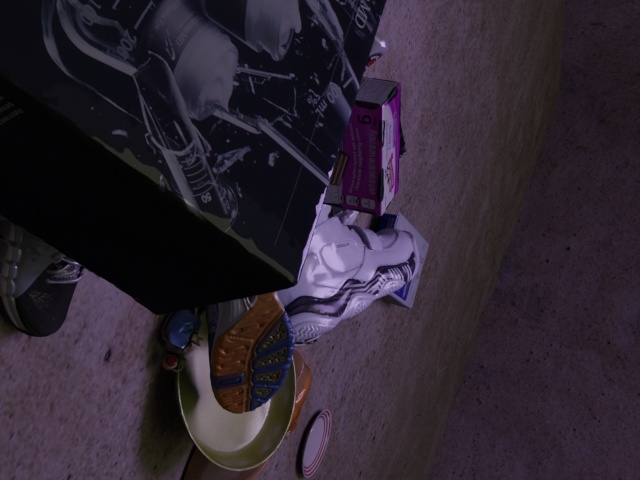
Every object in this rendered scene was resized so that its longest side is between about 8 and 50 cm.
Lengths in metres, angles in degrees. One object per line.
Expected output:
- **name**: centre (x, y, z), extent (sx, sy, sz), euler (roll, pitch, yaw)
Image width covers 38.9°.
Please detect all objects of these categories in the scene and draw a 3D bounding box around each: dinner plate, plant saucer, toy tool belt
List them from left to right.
- **toy tool belt**: centre (-0.177, 0.122, 1.152), extent (0.051, 0.052, 0.083), euler (-40, -151, 56)
- **plant saucer**: centre (-0.123, 0.198, 1.266), extent (0.241, 0.037, 0.241), euler (16, 69, -50)
- **dinner plate**: centre (-0.012, 0.407, 1.826), extent (0.141, 0.017, 0.141), euler (14, 90, -69)

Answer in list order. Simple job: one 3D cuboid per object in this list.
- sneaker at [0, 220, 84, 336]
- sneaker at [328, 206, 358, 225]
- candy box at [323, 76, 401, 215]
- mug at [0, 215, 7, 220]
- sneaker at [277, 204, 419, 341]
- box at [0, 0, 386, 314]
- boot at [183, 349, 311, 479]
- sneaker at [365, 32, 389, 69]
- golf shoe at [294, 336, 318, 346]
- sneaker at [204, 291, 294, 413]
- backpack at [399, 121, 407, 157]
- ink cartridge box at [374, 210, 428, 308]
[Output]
- **sneaker**: centre (-0.226, -0.002, 0.839), extent (0.086, 0.132, 0.229), euler (-35, 135, -60)
- **sneaker**: centre (0.000, 0.000, 1.523), extent (0.232, 0.090, 0.115), euler (-59, 161, -19)
- **candy box**: centre (-0.019, -0.134, 1.152), extent (0.071, 0.233, 0.159), euler (-53, 149, -48)
- **mug**: centre (-0.269, -0.088, 0.721), extent (0.158, 0.097, 0.130), euler (69, 39, -57)
- **sneaker**: centre (0.019, -0.004, 1.351), extent (0.365, 0.137, 0.210), euler (-29, 108, -48)
- **box**: centre (-0.132, -0.173, 0.676), extent (0.312, 0.178, 0.343), euler (38, 56, -34)
- **boot**: centre (-0.101, 0.316, 1.426), extent (0.295, 0.104, 0.211), euler (-55, 165, -21)
- **sneaker**: centre (-0.009, -0.187, 0.969), extent (0.122, 0.146, 0.331), euler (9, 96, -72)
- **golf shoe**: centre (-0.032, 0.144, 1.500), extent (0.198, 0.093, 0.077), euler (-13, 114, -69)
- **sneaker**: centre (-0.106, 0.079, 1.195), extent (0.111, 0.131, 0.297), euler (-6, 111, -24)
- **backpack**: centre (0.026, -0.154, 1.390), extent (0.173, 0.158, 0.117), euler (-42, 134, -38)
- **ink cartridge box**: centre (0.160, 0.043, 1.978), extent (0.332, 0.065, 0.166), euler (39, 67, -69)
